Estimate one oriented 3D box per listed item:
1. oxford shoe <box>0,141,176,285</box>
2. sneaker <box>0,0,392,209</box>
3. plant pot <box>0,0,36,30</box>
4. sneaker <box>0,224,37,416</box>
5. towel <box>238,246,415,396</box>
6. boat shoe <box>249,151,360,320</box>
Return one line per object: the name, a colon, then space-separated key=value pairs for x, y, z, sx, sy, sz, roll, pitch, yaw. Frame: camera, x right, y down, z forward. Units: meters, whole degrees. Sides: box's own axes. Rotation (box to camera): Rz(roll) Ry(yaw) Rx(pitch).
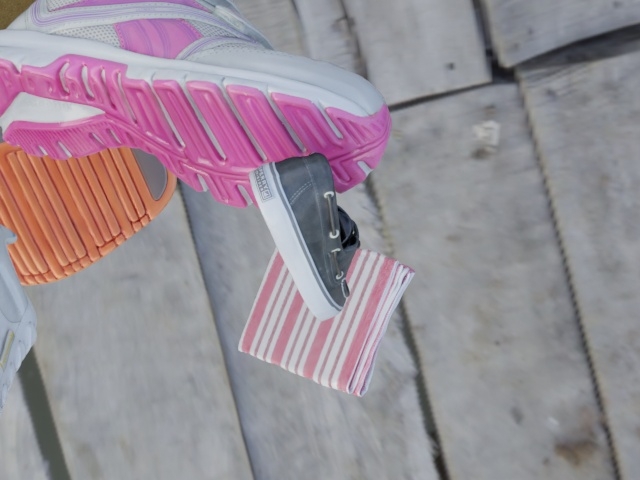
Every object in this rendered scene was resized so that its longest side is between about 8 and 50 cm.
oxford shoe: x=-0.296 y=-0.013 z=1.478 sx=0.363 sy=0.133 sz=0.130 roll=-20 pitch=94 yaw=7
sneaker: x=-0.072 y=-0.098 z=0.883 sx=0.252 sy=0.103 sz=0.111 roll=15 pitch=58 yaw=22
plant pot: x=-0.367 y=-0.265 z=1.543 sx=0.254 sy=0.237 sz=0.237 roll=24 pitch=92 yaw=24
sneaker: x=-0.230 y=0.076 z=1.066 sx=0.092 sy=0.087 sz=0.229 roll=13 pitch=55 yaw=-39
towel: x=0.002 y=0.072 z=1.678 sx=0.029 sy=0.197 sz=0.144 roll=28 pitch=82 yaw=-41
boat shoe: x=0.000 y=0.000 z=0.841 sx=0.040 sy=0.142 sz=0.049 roll=-21 pitch=62 yaw=2
